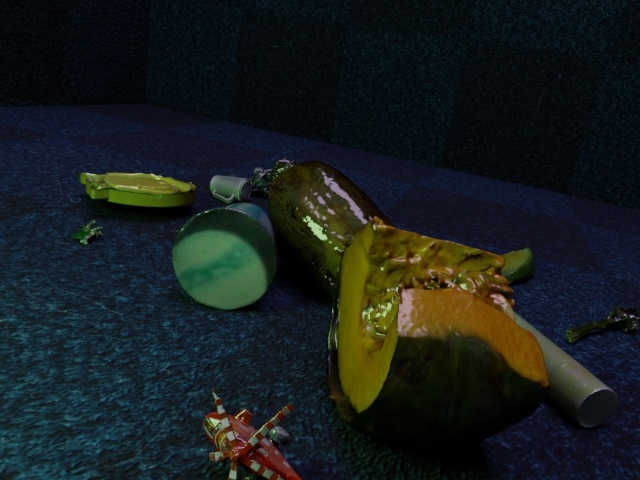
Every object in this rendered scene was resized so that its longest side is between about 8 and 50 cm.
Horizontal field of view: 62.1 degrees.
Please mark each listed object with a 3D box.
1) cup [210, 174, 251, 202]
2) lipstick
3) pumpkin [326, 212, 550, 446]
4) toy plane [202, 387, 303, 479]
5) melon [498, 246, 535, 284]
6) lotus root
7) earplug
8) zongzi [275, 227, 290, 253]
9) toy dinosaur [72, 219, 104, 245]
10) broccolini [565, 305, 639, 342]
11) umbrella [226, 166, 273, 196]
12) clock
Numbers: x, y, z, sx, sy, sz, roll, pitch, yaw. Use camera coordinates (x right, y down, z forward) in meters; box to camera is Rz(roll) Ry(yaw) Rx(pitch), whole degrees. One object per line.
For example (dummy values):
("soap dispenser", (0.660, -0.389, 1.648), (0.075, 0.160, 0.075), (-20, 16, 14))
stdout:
("cup", (-0.282, -0.154, 1.633), (0.116, 0.074, 0.104), (12, 47, 18))
("lipstick", (0.358, 0.191, 0.901), (0.076, 0.076, 0.304), (4, 20, -18))
("pumpkin", (0.132, 0.125, 0.705), (0.225, 0.256, 0.303), (12, 41, -8))
("toy plane", (-0.036, 0.232, 0.548), (0.194, 0.126, 0.077), (11, -9, 8))
("melon", (0.501, 0.064, 1.392), (0.113, 0.053, 0.261), (10, 16, 27))
("lotus root", (0.027, -0.023, 1.086), (0.195, 0.179, 0.397), (-27, 61, -26))
("earplug", (-0.165, -0.004, 1.077), (0.184, 0.185, 0.324), (9, 14, -2))
("zongzi", (-0.001, -0.041, 1.273), (0.194, 0.099, 0.197), (10, 51, 9))
("toy dinosaur", (-0.519, -0.020, 1.169), (0.060, 0.029, 0.119), (-25, 34, -35))
("broccolini", (0.593, 0.187, 1.117), (0.254, 0.071, 0.058), (-11, 68, -33))
("umbrella", (-0.139, -0.192, 1.764), (0.348, 0.094, 0.143), (6, 14, -5))
("clock", (-0.482, -0.125, 1.420), (0.293, 0.071, 0.277), (1, 16, -26))
